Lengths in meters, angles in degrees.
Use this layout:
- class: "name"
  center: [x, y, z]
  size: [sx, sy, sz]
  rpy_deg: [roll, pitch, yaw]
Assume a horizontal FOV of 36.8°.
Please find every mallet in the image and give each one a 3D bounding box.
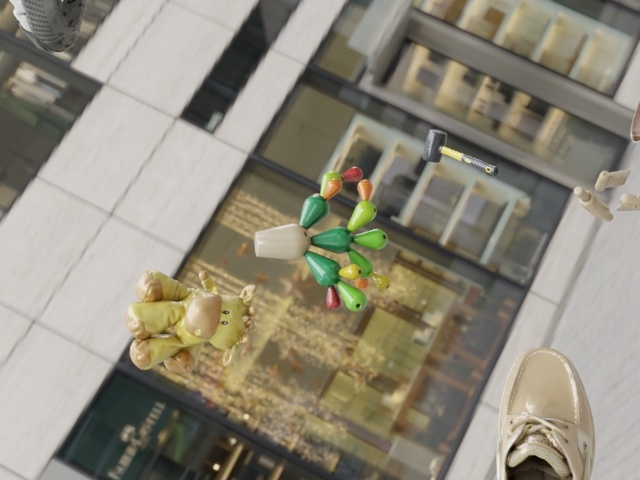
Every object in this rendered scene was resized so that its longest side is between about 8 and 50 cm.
- class: "mallet"
  center: [0.264, -0.165, 1.796]
  size: [0.039, 0.189, 0.062]
  rpy_deg: [-3, -75, -36]

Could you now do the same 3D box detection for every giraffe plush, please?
- class: "giraffe plush"
  center: [-0.190, 0.134, 1.567]
  size: [0.210, 0.170, 0.181]
  rpy_deg: [-8, -84, -42]

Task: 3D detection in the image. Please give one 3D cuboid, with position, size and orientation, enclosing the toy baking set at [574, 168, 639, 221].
- class: "toy baking set"
  center: [0.560, -0.072, 1.669]
  size: [0.256, 0.196, 0.030]
  rpy_deg: [30, -125, -54]

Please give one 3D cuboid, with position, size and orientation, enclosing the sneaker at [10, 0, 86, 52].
- class: "sneaker"
  center: [-0.200, -0.253, 0.794]
  size: [0.078, 0.106, 0.234]
  rpy_deg: [-48, -23, -51]

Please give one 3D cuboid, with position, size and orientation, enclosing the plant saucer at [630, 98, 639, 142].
- class: "plant saucer"
  center: [0.397, -0.179, 1.060]
  size: [0.168, 0.029, 0.168]
  rpy_deg: [25, -90, -90]

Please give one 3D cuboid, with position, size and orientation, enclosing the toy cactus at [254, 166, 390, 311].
- class: "toy cactus"
  center: [0.000, 0.000, 1.315]
  size: [0.112, 0.180, 0.219]
  rpy_deg: [117, 148, -68]

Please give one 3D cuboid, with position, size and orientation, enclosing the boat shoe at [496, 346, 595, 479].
- class: "boat shoe"
  center: [0.277, 0.268, 1.179]
  size: [0.110, 0.121, 0.341]
  rpy_deg: [71, -159, -51]
